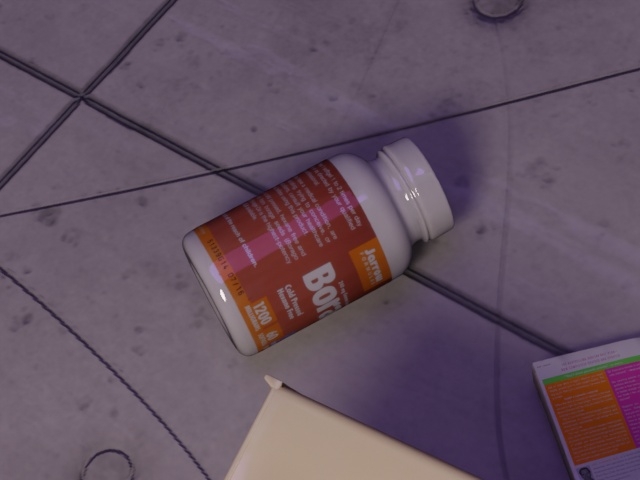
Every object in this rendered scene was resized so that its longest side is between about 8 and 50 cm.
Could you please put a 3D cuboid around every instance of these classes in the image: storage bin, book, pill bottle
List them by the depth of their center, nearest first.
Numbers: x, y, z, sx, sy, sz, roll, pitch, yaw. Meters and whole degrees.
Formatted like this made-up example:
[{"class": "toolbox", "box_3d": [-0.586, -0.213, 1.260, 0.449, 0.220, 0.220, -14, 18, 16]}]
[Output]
[{"class": "storage bin", "box_3d": [0.083, 0.226, 1.271, 0.262, 0.260, 0.123, 22, 81, 26]}, {"class": "book", "box_3d": [0.237, 0.152, 1.418, 0.096, 0.035, 0.144, -16, 54, -1]}, {"class": "pill bottle", "box_3d": [0.000, 0.000, 1.524, 0.216, 0.121, 0.121, -28, 54, -6]}]
